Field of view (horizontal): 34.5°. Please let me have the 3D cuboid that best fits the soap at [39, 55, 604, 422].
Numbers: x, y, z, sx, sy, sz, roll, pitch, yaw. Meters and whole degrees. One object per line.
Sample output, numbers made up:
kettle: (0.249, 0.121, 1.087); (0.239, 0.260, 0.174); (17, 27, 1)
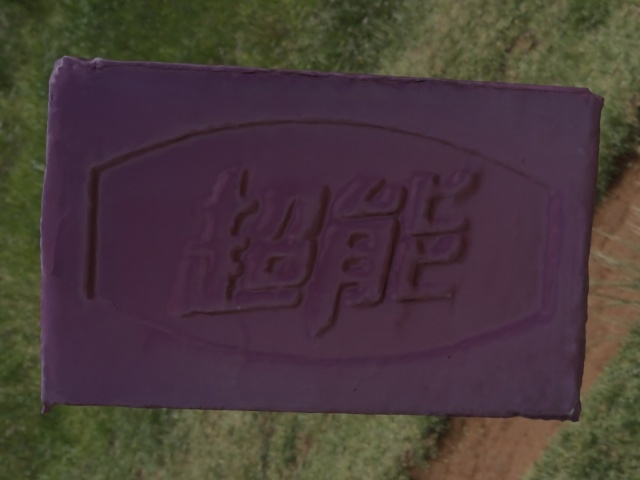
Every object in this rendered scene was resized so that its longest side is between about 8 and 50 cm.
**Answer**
soap: (0.000, 0.000, 0.712); (0.128, 0.360, 0.233); (-130, 42, -82)
